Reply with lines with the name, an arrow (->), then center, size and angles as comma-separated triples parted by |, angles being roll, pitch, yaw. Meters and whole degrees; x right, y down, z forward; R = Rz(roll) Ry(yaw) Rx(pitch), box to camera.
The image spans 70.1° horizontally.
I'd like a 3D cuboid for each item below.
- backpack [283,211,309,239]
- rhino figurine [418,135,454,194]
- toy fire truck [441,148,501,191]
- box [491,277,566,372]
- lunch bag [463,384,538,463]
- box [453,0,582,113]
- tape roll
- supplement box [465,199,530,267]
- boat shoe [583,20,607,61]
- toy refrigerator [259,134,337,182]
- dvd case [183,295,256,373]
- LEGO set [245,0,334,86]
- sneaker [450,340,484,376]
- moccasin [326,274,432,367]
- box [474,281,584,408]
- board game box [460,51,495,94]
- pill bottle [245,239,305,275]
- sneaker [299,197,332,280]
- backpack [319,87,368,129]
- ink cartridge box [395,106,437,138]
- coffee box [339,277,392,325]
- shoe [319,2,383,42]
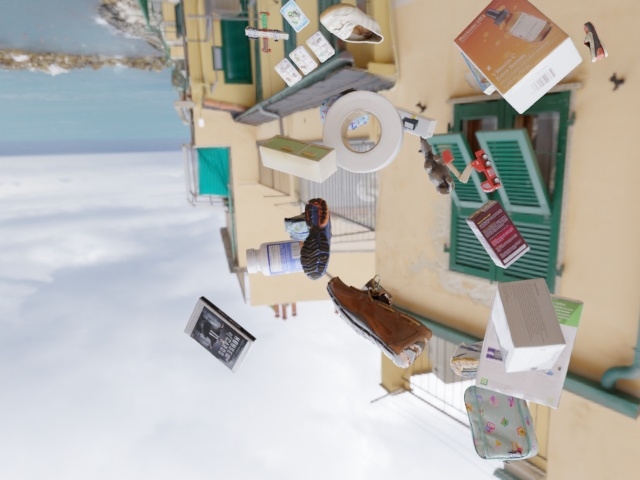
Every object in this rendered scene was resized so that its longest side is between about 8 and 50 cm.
backpack -> -0.060, -0.048, 1.595 | 0.105, 0.084, 0.114 | -20, -165, -30
rhino figurine -> 0.405, -0.267, 1.625 | 0.073, 0.243, 0.106 | -27, 169, 15
toy fire truck -> 0.505, -0.238, 1.532 | 0.135, 0.192, 0.047 | -26, 180, 22
box -> 0.525, 0.221, 1.173 | 0.119, 0.181, 0.182 | -8, -125, 10
lunch bag -> 0.651, 0.663, 1.672 | 0.224, 0.279, 0.108 | -22, 153, 34
box -> 0.349, -0.342, 0.821 | 0.091, 0.130, 0.170 | 12, -138, -47
tape roll -> 0.154, -0.386, 1.637 | 0.286, 0.286, 0.100 | 2, -172, 17
supplement box -> 0.694, -0.025, 1.791 | 0.130, 0.239, 0.073 | -38, -168, -1
boat shoe -> 0.834, -0.612, 1.404 | 0.043, 0.137, 0.049 | -22, 160, 27
toy refrigerator -> -0.080, -0.297, 1.615 | 0.269, 0.094, 0.102 | 22, -132, 31
dvd case -> -0.346, 0.324, 1.558 | 0.239, 0.179, 0.029 | 36, -150, 10
LEGO set -> -0.100, -0.596, 1.322 | 0.182, 0.244, 0.060 | -27, -146, 33
sneaker -> 0.596, 0.390, 1.559 | 0.296, 0.112, 0.131 | -7, -153, 36
moccasin -> 0.147, 0.188, 1.250 | 0.147, 0.139, 0.380 | -41, -150, -13
box -> 0.602, 0.302, 1.333 | 0.232, 0.322, 0.058 | 12, -169, 18
board game box -> 0.432, -0.464, 1.163 | 0.026, 0.154, 0.103 | 8, 144, -37
pill bottle -> -0.193, 0.079, 2.060 | 0.272, 0.152, 0.152 | -7, -168, -3
sneaker -> 0.000, 0.000, 1.224 | 0.083, 0.221, 0.087 | 1, 164, 19
backpack -> 0.091, -0.521, 1.859 | 0.173, 0.158, 0.117 | -24, -143, -15
ink cartridge box -> 0.366, -0.474, 1.825 | 0.175, 0.072, 0.127 | 25, -156, 17
coffee box -> 0.221, 0.324, 2.226 | 0.141, 0.246, 0.098 | 43, -146, 13
shoe -> 0.088, -0.554, 1.178 | 0.219, 0.058, 0.076 | -12, 164, -45
